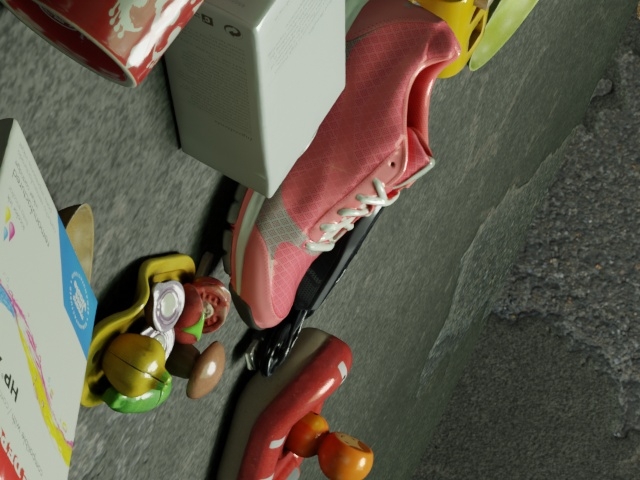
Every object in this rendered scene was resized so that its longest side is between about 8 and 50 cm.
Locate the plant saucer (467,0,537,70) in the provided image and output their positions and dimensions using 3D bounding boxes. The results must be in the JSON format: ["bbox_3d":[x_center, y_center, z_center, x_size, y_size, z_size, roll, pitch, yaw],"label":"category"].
[{"bbox_3d":[0.228,-0.302,1.789,0.241,0.037,0.241,-52,170,-13],"label":"plant saucer"}]

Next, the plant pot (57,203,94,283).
[{"bbox_3d":[-0.182,0.090,0.960,0.236,0.032,0.236,-168,-90,-90],"label":"plant pot"}]

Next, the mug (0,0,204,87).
[{"bbox_3d":[-0.091,-0.179,0.788,0.169,0.113,0.150,-56,151,-8],"label":"mug"}]

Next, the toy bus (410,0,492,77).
[{"bbox_3d":[0.109,-0.237,1.394,0.191,0.104,0.202,-68,166,19],"label":"toy bus"}]

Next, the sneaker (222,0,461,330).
[{"bbox_3d":[0.019,-0.059,1.301,0.314,0.136,0.116,-70,165,10],"label":"sneaker"}]

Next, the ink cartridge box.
[{"bbox_3d":[-0.170,0.069,0.722,0.231,0.078,0.134,-90,167,-47],"label":"ink cartridge box"}]

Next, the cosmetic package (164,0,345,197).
[{"bbox_3d":[-0.044,-0.139,1.067,0.117,0.085,0.231,-57,167,-23],"label":"cosmetic package"}]

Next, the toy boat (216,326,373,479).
[{"bbox_3d":[-0.011,0.210,1.697,0.151,0.151,0.231,-47,160,-49],"label":"toy boat"}]

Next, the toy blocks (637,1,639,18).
[{"bbox_3d":[0.310,-0.373,1.332,0.260,0.288,0.309,105,-3,-62],"label":"toy blocks"}]

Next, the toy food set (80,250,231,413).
[{"bbox_3d":[-0.114,0.081,1.243,0.128,0.071,0.218,-66,166,12],"label":"toy food set"}]

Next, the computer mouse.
[{"bbox_3d":[0.000,0.000,1.540,0.188,0.072,0.272,-53,176,-42],"label":"computer mouse"}]
